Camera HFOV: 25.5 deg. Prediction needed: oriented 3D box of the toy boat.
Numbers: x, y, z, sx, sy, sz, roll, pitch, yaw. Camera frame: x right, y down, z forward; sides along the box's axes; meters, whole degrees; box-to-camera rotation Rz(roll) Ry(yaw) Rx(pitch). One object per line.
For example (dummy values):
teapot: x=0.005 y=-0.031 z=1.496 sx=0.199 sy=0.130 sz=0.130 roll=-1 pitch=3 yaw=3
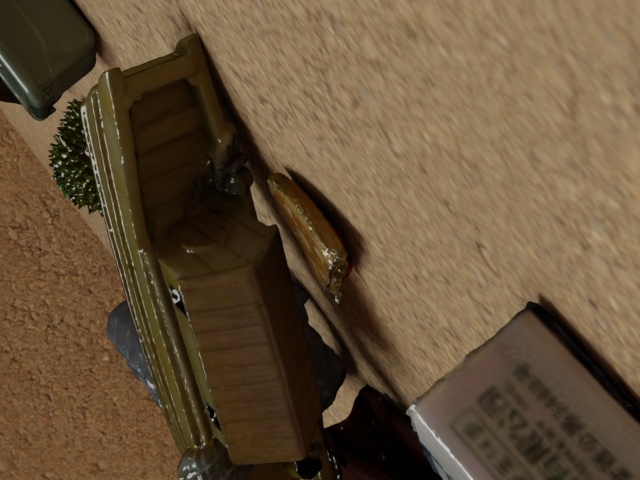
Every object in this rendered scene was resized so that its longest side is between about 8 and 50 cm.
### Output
toy boat: x=-0.084 y=0.051 z=1.088 sx=0.162 sy=0.136 sz=0.446 roll=34 pitch=145 yaw=52

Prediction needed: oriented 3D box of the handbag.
handbag: x=0.110 y=0.267 z=1.239 sx=0.260 sy=0.084 sz=0.275 roll=56 pitch=169 yaw=-12

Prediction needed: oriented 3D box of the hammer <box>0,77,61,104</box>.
hammer: x=-0.371 y=-0.181 z=1.635 sx=0.044 sy=0.168 sz=0.440 roll=59 pitch=-176 yaw=-2

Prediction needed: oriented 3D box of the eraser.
eraser: x=0.166 y=0.173 z=0.685 sx=0.287 sy=0.086 sz=0.130 roll=49 pitch=170 yaw=21

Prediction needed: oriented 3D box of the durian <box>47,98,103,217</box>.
durian: x=-0.280 y=-0.086 z=1.753 sx=0.220 sy=0.095 sz=0.137 roll=38 pitch=163 yaw=36

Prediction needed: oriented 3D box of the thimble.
thimble: x=-0.088 y=0.109 z=1.354 sx=0.205 sy=0.172 sz=0.236 roll=51 pitch=172 yaw=-7

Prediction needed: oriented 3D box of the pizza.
pizza: x=-0.005 y=-0.013 z=0.995 sx=0.099 sy=0.029 sz=0.100 roll=58 pitch=169 yaw=16

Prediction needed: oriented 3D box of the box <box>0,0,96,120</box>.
box: x=-0.290 y=-0.213 z=1.378 sx=0.172 sy=0.093 sz=0.124 roll=53 pitch=169 yaw=-1
